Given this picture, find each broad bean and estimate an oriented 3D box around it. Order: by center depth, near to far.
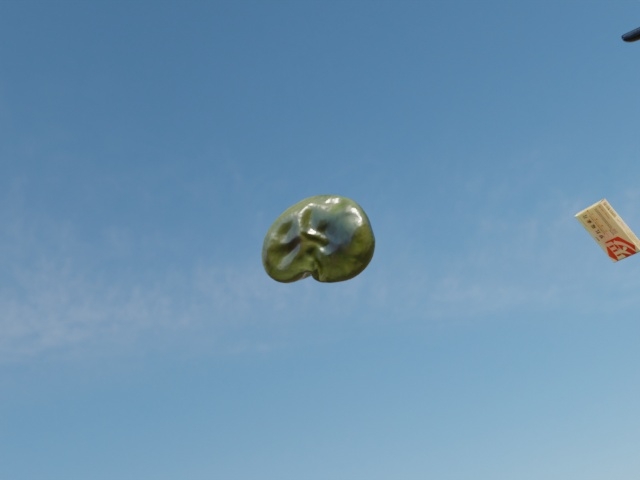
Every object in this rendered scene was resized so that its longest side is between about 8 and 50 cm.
[{"bbox_3d":[-0.001,0.000,1.146,0.206,0.153,0.072,-20,-6,27],"label":"broad bean"}]

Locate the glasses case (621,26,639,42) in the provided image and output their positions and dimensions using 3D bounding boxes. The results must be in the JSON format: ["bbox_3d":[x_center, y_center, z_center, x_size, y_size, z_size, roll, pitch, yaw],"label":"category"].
[{"bbox_3d":[0.706,-0.454,1.523,0.083,0.023,0.033,-19,-19,37],"label":"glasses case"}]

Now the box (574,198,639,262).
[{"bbox_3d":[0.428,-0.013,1.030,0.015,0.093,0.058,-38,-3,-27],"label":"box"}]
